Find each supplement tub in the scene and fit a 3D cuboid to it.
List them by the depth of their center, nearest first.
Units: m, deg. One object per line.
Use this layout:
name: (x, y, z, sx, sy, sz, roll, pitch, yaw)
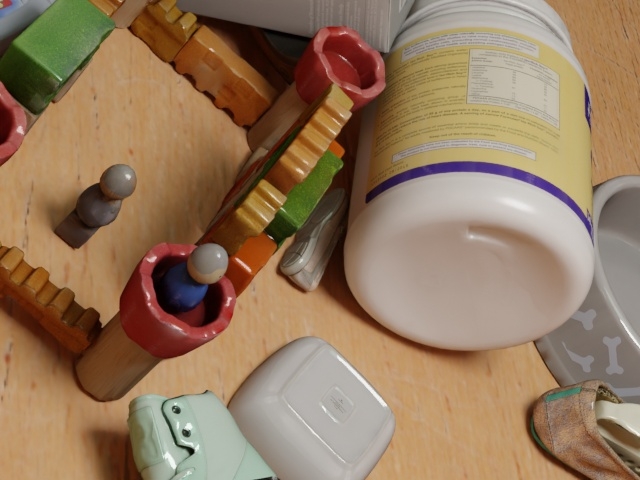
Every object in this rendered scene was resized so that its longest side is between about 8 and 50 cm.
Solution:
supplement tub: (0.156, -0.081, 1.428, 0.241, 0.241, 0.331, 28, 46, -21)

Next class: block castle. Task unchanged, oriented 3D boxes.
block castle: (-0.137, -0.109, 1.227, 0.303, 0.213, 0.453, 41, 42, -8)

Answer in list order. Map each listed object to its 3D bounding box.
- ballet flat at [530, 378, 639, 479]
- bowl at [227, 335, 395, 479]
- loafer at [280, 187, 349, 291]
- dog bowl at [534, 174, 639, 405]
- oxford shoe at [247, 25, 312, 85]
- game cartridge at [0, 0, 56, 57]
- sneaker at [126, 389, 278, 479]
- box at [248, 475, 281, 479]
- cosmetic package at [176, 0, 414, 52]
ballet flat: (0.364, 0.242, 1.461, 0.316, 0.106, 0.108, 30, 45, -19)
bowl: (0.001, 0.157, 1.264, 0.142, 0.053, 0.142, 46, 41, 0)
loafer: (0.000, 0.000, 1.393, 0.039, 0.045, 0.125, 52, 46, -22)
dog bowl: (0.390, 0.077, 1.610, 0.348, 0.102, 0.349, 22, 49, -27)
oxford shoe: (-0.053, -0.236, 1.509, 0.076, 0.076, 0.212, -16, 51, -10)
game cartridge: (-0.363, -0.238, 1.257, 0.198, 0.062, 0.297, 47, 42, 5)
sneaker: (-0.136, 0.206, 1.079, 0.151, 0.094, 0.256, 58, 33, 2)
box: (-0.010, 0.303, 1.085, 0.190, 0.045, 0.184, 43, 40, -44)
cosmetic package: (-0.026, -0.284, 1.436, 0.238, 0.107, 0.127, 13, 46, 14)
